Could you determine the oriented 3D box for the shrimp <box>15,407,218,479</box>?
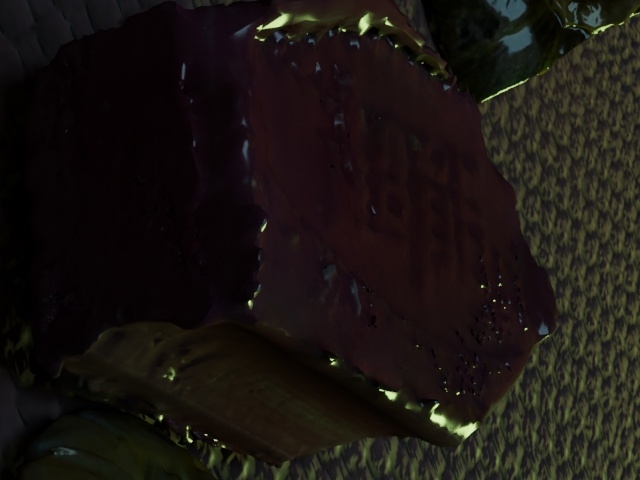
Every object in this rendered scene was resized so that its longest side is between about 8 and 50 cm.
[{"bbox_3d":[-0.041,0.135,0.659,0.236,0.053,0.133,36,22,-51],"label":"shrimp"}]

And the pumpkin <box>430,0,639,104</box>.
[{"bbox_3d":[0.149,-0.201,1.122,0.280,0.190,0.139,-27,107,-18],"label":"pumpkin"}]

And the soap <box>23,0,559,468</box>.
[{"bbox_3d":[0.000,0.000,0.718,0.289,0.112,0.182,35,49,-56],"label":"soap"}]
